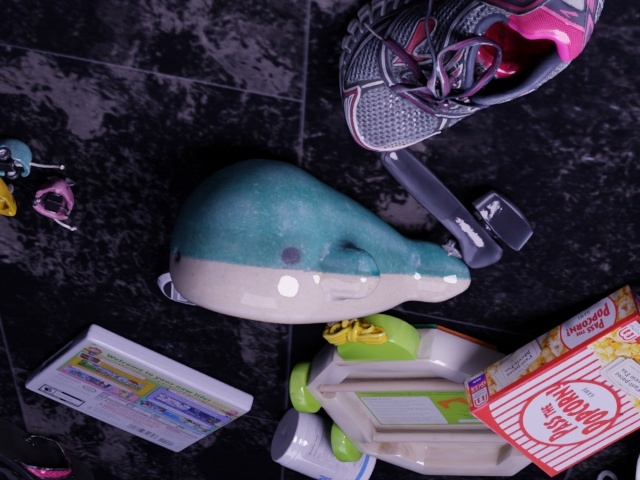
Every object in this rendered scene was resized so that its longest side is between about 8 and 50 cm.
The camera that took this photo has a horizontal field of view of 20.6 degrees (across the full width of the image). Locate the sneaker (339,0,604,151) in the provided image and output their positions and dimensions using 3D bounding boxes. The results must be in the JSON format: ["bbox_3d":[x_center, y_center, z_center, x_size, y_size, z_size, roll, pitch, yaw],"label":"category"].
[{"bbox_3d":[0.098,-0.139,1.306,0.121,0.112,0.299,24,149,-18],"label":"sneaker"}]

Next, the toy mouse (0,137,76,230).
[{"bbox_3d":[-0.279,-0.061,1.668,0.161,0.031,0.143,31,146,-28],"label":"toy mouse"}]

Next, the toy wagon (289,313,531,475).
[{"bbox_3d":[0.104,0.157,1.849,0.267,0.068,0.344,-3,146,26],"label":"toy wagon"}]

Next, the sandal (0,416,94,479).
[{"bbox_3d":[-0.357,0.277,2.244,0.040,0.067,0.179,-30,127,35],"label":"sandal"}]

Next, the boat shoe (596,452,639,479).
[{"bbox_3d":[0.350,0.315,1.939,0.156,0.136,0.367,12,155,7],"label":"boat shoe"}]

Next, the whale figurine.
[{"bbox_3d":[0.000,0.000,1.584,0.272,0.141,0.216,2,-176,-22],"label":"whale figurine"}]

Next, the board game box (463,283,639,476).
[{"bbox_3d":[0.260,0.139,1.709,0.193,0.045,0.147,-34,130,23],"label":"board game box"}]

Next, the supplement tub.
[{"bbox_3d":[0.005,0.241,2.028,0.107,0.071,0.071,24,148,-18],"label":"supplement tub"}]

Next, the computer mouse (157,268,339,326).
[{"bbox_3d":[-0.065,0.041,1.749,0.193,0.042,0.106,9,155,-3],"label":"computer mouse"}]

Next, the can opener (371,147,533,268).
[{"bbox_3d":[0.106,-0.038,1.544,0.186,0.073,0.059,37,-179,-30],"label":"can opener"}]

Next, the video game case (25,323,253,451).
[{"bbox_3d":[-0.213,0.175,2.052,0.212,0.023,0.193,27,148,-20],"label":"video game case"}]
